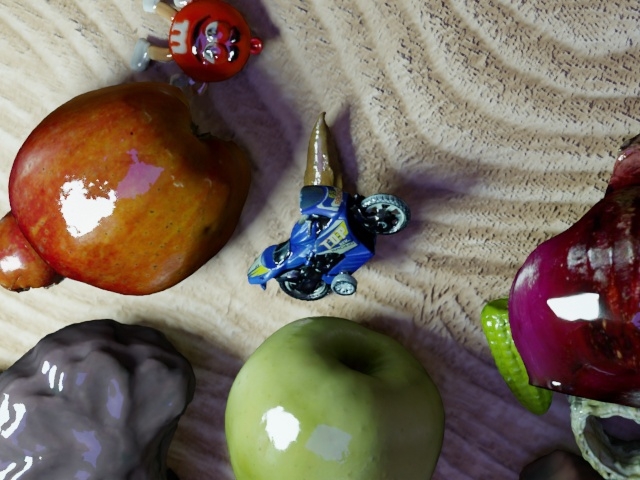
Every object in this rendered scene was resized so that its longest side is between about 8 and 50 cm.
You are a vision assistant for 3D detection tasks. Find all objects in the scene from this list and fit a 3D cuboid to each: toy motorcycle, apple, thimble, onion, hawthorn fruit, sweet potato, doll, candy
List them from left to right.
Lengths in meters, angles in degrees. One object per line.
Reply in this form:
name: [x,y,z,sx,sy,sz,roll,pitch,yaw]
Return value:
hawthorn fruit: [-0.504,0.004,1.854,0.148,0.148,0.172,0,93,12]
apple: [-0.301,-0.078,1.732,0.365,0.329,0.295,-36,62,29]
doll: [-0.199,-0.317,1.733,0.217,0.085,0.183,19,106,17]
toy motorcycle: [0.000,0.000,1.718,0.169,0.113,0.315,28,135,-21]
sweet potato: [0.004,-0.110,1.749,0.068,0.060,0.205,6,115,20]
apple: [0.013,0.303,1.714,0.357,0.357,0.357,3,105,12]
candy: [0.325,0.188,1.744,0.097,0.097,0.209,-16,105,16]
thimble: [0.471,0.290,1.705,0.190,0.143,0.137,38,110,1]
onion: [0.459,0.029,1.559,0.398,0.398,0.420,-5,76,14]

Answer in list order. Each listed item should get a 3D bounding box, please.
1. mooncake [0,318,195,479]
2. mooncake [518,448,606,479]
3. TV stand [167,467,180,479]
mooncake: [-0.376,0.327,1.780,0.351,0.212,0.381,-2,97,-21]
mooncake: [0.424,0.468,1.678,0.174,0.326,0.334,-53,55,21]
TV stand: [-0.211,0.528,1.971,0.049,0.040,0.256,-39,93,18]
